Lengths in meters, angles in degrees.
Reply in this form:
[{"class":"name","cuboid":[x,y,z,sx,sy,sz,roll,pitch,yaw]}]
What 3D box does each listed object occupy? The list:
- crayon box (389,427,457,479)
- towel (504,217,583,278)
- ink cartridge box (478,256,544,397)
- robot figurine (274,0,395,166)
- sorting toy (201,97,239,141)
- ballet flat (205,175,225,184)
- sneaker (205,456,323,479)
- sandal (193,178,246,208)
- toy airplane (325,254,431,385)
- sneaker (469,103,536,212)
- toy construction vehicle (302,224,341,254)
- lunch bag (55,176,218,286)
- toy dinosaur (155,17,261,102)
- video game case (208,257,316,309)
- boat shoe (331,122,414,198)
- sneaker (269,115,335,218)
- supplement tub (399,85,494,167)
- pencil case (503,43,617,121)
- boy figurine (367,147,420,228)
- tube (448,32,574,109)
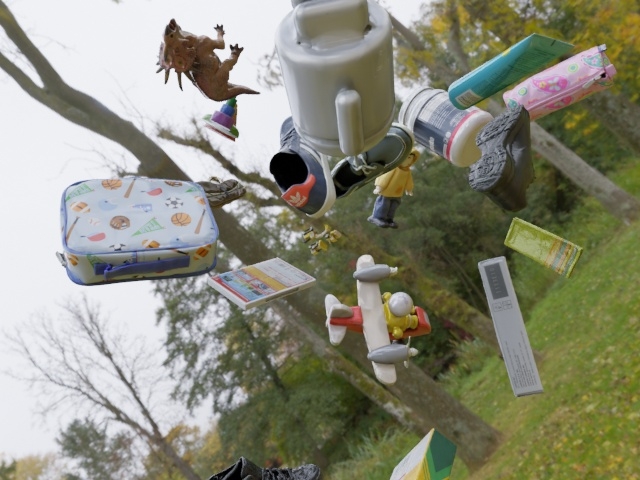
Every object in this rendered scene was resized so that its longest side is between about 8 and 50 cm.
[{"class":"crayon box","cuboid":[0.219,0.638,1.281,0.203,0.083,0.323,-59,-11,29]},{"class":"towel","cuboid":[0.684,0.019,1.625,0.021,0.237,0.102,-4,-62,-40]},{"class":"ink cartridge box","cuboid":[0.405,0.177,1.139,0.060,0.274,0.239,-15,-9,14]},{"class":"robot figurine","cuboid":[0.034,-0.294,0.956,0.200,0.299,0.353,-8,-35,5]},{"class":"sorting toy","cuboid":[-0.295,-0.405,1.673,0.126,0.127,0.365,-63,13,0]},{"class":"ballet flat","cuboid":[-0.381,-0.184,1.894,0.091,0.077,0.241,-48,21,0]},{"class":"sneaker","cuboid":[-0.083,0.327,0.702,0.170,0.089,0.051,-24,16,-15]},{"class":"sandal","cuboid":[-0.252,-0.107,1.258,0.049,0.072,0.180,-42,-12,34]},{"class":"toy airplane","cuboid":[0.207,0.261,1.858,0.384,0.386,0.272,-38,-6,-46]},{"class":"sneaker","cuboid":[0.401,-0.173,1.118,0.109,0.130,0.286,-23,33,51]},{"class":"toy construction vehicle","cuboid":[0.000,0.000,1.357,0.098,0.035,0.086,-26,-42,23]},{"class":"lunch bag","cuboid":[-0.364,-0.016,1.047,0.304,0.243,0.114,-6,-44,-23]},{"class":"toy dinosaur","cuboid":[-0.279,-0.406,1.247,0.127,0.200,0.296,-15,-40,32]},{"class":"video game case","cuboid":[-0.186,0.133,1.690,0.285,0.204,0.025,-16,-59,-41]},{"class":"boat shoe","cuboid":[0.121,-0.194,1.368,0.320,0.116,0.099,-29,22,53]},{"class":"sneaker","cuboid":[-0.070,-0.220,1.346,0.148,0.349,0.131,20,-53,-39]},{"class":"supplement tub","cuboid":[0.413,-0.379,1.726,0.191,0.272,0.191,-28,-40,-26]},{"class":"pencil case","cuboid":[0.666,-0.426,1.470,0.284,0.124,0.124,-22,-1,31]},{"class":"boy figurine","cuboid":[0.253,-0.183,1.729,0.177,0.092,0.284,6,-71,-42]},{"class":"tube","cuboid":[0.288,-0.268,0.833,0.080,0.052,0.207,-2,-7,-26]}]
